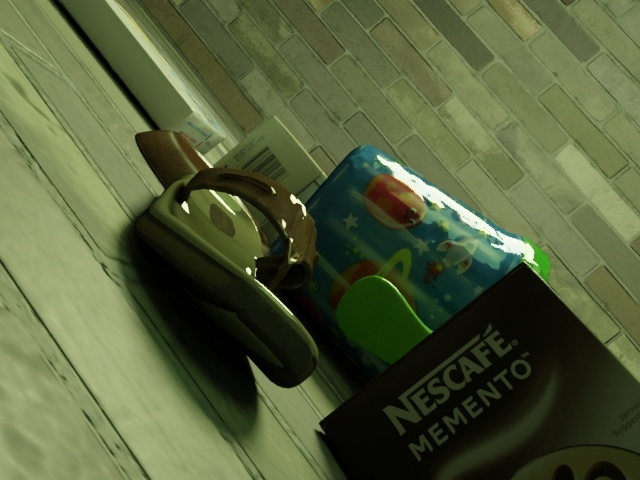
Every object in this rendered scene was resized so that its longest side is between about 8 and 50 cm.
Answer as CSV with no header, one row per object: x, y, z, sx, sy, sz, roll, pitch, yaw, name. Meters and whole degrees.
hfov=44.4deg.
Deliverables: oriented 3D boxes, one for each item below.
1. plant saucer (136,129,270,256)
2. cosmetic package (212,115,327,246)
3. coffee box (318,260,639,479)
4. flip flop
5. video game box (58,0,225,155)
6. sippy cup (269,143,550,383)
-0.096,-0.037,0.692,0.168,0.029,0.168,52,1,-2,plant saucer
0.003,-0.004,1.055,0.309,0.113,0.160,47,4,-46,cosmetic package
0.155,0.182,0.445,0.297,0.168,0.119,52,2,33,coffee box
-0.045,-0.003,0.482,0.112,0.080,0.277,51,2,-15,flip flop
-0.202,-0.197,0.899,0.205,0.048,0.187,52,4,4,video game box
0.073,0.029,0.808,0.224,0.240,0.305,41,-20,-2,sippy cup
